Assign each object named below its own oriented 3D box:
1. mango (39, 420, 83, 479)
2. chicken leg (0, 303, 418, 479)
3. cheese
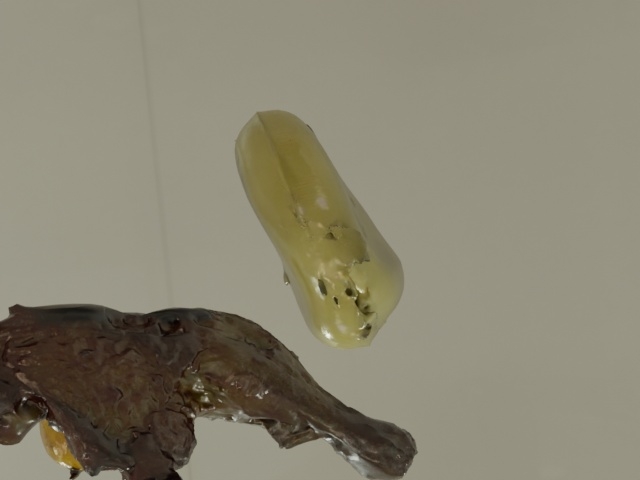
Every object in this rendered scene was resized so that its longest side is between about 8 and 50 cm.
[{"bbox_3d":[-0.242,0.167,1.003,0.066,0.187,0.101,-21,132,43],"label":"mango"},{"bbox_3d":[-0.088,0.104,0.617,0.322,0.083,0.177,7,-153,-38],"label":"chicken leg"},{"bbox_3d":[0.000,0.000,1.039,0.128,0.259,0.316,-34,-149,1],"label":"cheese"}]
